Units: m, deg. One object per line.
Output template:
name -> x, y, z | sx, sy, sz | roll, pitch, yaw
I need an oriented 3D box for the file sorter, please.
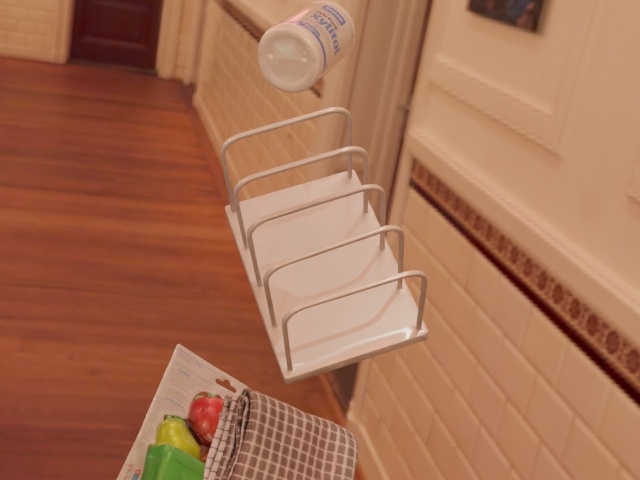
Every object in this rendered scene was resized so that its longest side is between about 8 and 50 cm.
file sorter -> 0.000, 0.000, 1.167 | 0.193, 0.173, 0.277 | -17, 59, -9

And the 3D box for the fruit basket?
fruit basket -> -0.267, 0.463, 2.091 | 0.327, 0.165, 0.353 | 36, 48, -25

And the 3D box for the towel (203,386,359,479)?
towel -> -0.066, 0.400, 1.446 | 0.235, 0.283, 0.121 | 29, -33, -30

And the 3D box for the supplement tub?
supplement tub -> -0.013, -0.199, 0.942 | 0.071, 0.071, 0.107 | 16, 34, 16
